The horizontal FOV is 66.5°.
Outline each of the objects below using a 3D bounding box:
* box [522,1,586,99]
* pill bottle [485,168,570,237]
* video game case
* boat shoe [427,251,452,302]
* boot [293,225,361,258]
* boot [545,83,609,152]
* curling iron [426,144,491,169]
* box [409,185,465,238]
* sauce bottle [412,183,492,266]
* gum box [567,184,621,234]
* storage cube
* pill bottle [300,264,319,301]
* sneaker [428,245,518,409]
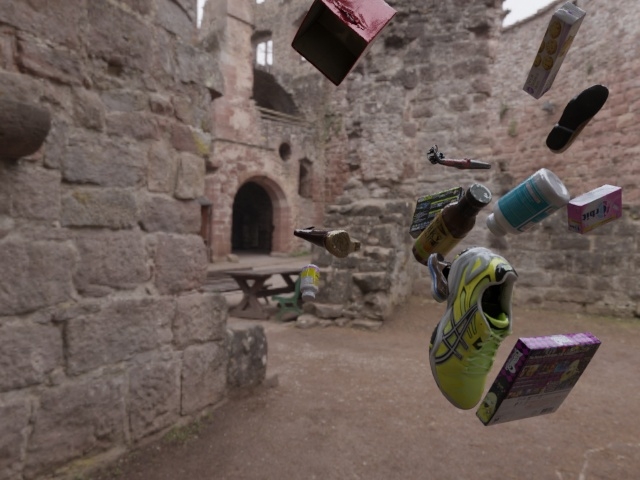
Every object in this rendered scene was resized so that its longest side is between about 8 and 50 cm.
[{"bbox_3d":[0.681,-0.547,1.439,0.063,0.067,0.324,-41,-19,-8],"label":"box"},{"bbox_3d":[0.704,-0.116,1.687,0.146,0.146,0.264,0,-32,-44],"label":"pill bottle"},{"bbox_3d":[0.459,0.290,1.027,0.232,0.210,0.042,2,29,-29],"label":"video game case"},{"bbox_3d":[0.352,0.095,1.383,0.066,0.183,0.066,33,-53,-22],"label":"boat shoe"},{"bbox_3d":[0.000,0.000,1.587,0.207,0.090,0.248,11,0,24],"label":"boot"},{"bbox_3d":[1.029,-0.483,1.961,0.112,0.305,0.115,45,16,30],"label":"boot"},{"bbox_3d":[0.412,-0.233,1.421,0.274,0.068,0.035,2,-32,-34],"label":"curling iron"},{"bbox_3d":[0.437,-0.104,1.830,0.191,0.184,0.045,-16,-52,40],"label":"box"},{"bbox_3d":[0.398,-0.045,1.495,0.111,0.111,0.344,0,-33,-20],"label":"sauce bottle"},{"bbox_3d":[0.936,-0.108,1.658,0.188,0.107,0.062,-22,24,-13],"label":"gum box"},{"bbox_3d":[0.064,-0.602,1.390,0.184,0.193,0.215,39,-31,-7],"label":"storage cube"},{"bbox_3d":[-0.026,0.102,1.166,0.043,0.083,0.043,3,-35,2],"label":"pill bottle"},{"bbox_3d":[0.346,0.212,1.104,0.145,0.384,0.147,0,11,-14],"label":"sneaker"}]
